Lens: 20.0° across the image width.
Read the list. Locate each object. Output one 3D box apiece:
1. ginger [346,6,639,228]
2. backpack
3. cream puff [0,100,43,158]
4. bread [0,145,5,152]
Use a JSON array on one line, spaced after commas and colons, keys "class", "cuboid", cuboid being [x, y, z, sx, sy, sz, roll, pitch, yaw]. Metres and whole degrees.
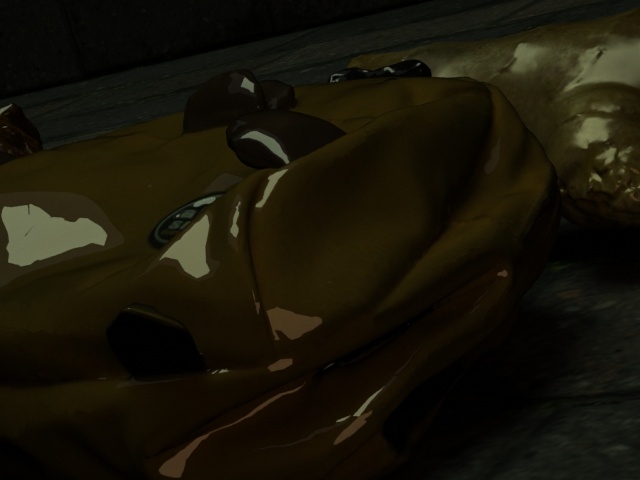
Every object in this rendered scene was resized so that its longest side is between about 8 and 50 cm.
[{"class": "ginger", "cuboid": [0.178, -0.060, 1.205, 0.375, 0.166, 0.236, -16, 44, 22]}, {"class": "backpack", "cuboid": [-0.046, 0.011, 1.021, 0.353, 0.201, 0.378, -4, 19, 32]}, {"class": "cream puff", "cuboid": [-0.407, -0.049, 1.953, 0.269, 0.155, 0.241, 3, 27, 42]}, {"class": "bread", "cuboid": [-0.384, -0.044, 1.407, 0.244, 0.123, 0.190, -28, -25, 24]}]
